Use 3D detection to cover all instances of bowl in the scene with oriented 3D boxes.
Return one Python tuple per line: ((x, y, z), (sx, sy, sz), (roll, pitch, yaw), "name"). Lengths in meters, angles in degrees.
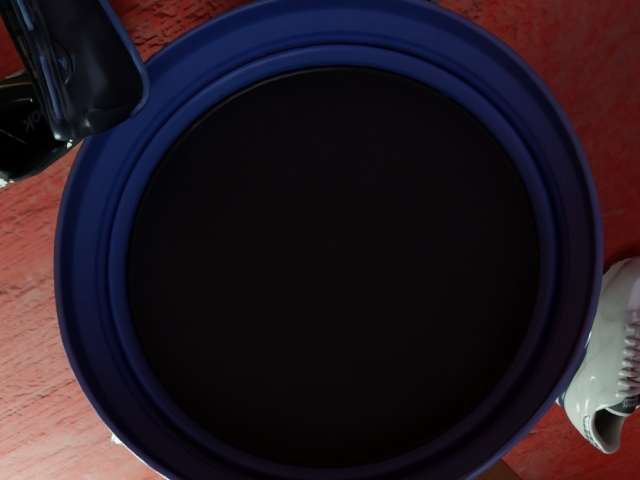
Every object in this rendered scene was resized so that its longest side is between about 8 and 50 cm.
((0.000, 0.000, 0.502), (0.391, 0.391, 0.077), (-19, 162, 2), "bowl")

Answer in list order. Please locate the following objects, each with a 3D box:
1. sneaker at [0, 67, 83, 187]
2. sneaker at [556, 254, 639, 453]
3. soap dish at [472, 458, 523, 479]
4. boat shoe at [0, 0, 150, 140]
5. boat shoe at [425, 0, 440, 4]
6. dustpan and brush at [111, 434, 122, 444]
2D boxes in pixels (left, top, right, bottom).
((-0.279, -0.080, 0.532), (0.234, 0.106, 0.078), (-19, 119, 2), "sneaker")
((0.345, 0.128, 0.756), (0.090, 0.095, 0.235), (3, 117, -9), "sneaker")
((0.081, 0.199, 0.657), (0.118, 0.291, 0.229), (-46, 117, -4), "soap dish")
((-0.214, -0.189, 0.445), (0.089, 0.109, 0.258), (-35, 95, -18), "boat shoe")
((0.006, -0.248, 0.505), (0.219, 0.078, 0.070), (39, 106, -17), "boat shoe")
((-0.135, 0.179, 0.726), (0.147, 0.060, 0.211), (16, 116, -17), "dustpan and brush")
